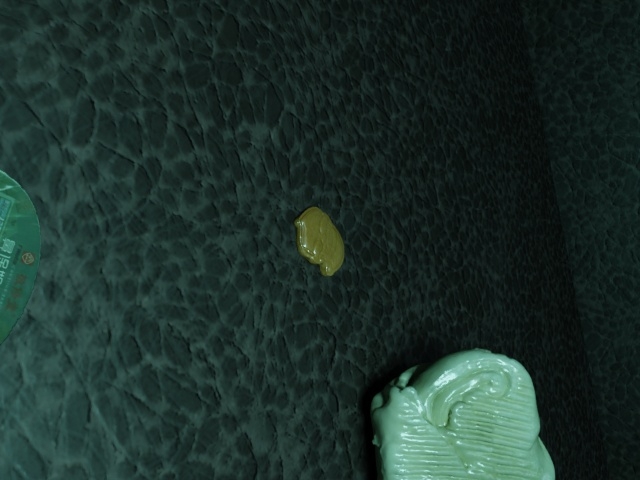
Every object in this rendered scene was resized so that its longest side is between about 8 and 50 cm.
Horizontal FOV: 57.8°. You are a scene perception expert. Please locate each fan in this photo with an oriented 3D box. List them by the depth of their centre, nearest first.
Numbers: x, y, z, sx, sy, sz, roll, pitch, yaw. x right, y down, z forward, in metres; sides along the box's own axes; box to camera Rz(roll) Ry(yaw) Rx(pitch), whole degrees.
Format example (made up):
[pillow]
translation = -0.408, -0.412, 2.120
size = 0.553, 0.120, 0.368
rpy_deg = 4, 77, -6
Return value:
[fan]
translation = -0.396, -0.017, 0.559
size = 0.294, 0.012, 0.223
rpy_deg = 57, 44, -25

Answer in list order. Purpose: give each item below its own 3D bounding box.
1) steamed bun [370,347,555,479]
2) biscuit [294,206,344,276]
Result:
[steamed bun]
translation = 0.225, 0.362, 1.044
size = 0.309, 0.219, 0.324
rpy_deg = -20, 93, -12
[biscuit]
translation = 0.000, 0.000, 1.025
size = 0.130, 0.019, 0.102
rpy_deg = 50, 46, -29
